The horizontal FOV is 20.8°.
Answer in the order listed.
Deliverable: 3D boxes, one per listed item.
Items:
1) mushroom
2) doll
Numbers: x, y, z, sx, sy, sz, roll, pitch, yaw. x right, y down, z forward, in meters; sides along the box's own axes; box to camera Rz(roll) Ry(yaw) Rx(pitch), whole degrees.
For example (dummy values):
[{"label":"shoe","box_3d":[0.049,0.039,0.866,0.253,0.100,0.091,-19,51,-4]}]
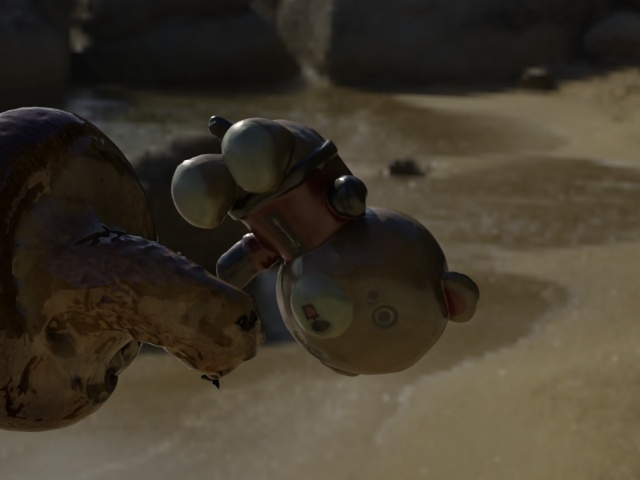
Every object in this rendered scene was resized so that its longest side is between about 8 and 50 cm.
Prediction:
[{"label":"mushroom","box_3d":[-0.199,0.014,1.392,0.254,0.267,0.267,-21,10,0]},{"label":"doll","box_3d":[0.000,0.000,1.833,0.235,0.330,0.174,-30,16,35]}]
